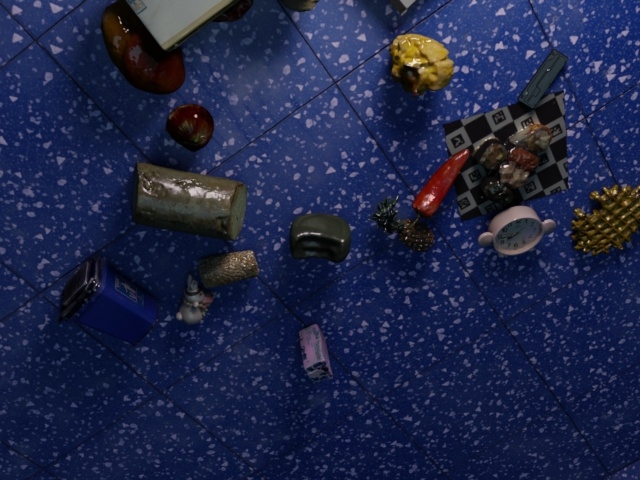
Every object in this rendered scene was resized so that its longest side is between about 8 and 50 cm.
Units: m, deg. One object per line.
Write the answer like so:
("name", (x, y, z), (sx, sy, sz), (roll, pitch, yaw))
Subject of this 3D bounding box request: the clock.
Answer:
("clock", (0.566, -0.028, 1.973), (0.229, 0.063, 0.155), (-12, 135, 1))

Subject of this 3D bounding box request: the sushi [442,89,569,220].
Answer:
("sushi", (0.529, -0.210, 1.863), (0.340, 0.068, 0.320), (-16, 122, 0))

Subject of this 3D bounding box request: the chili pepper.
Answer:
("chili pepper", (0.314, -0.136, 1.840), (0.272, 0.071, 0.063), (-55, 141, 3))

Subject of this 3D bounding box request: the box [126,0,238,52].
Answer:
("box", (-0.286, -0.561, 1.446), (0.270, 0.045, 0.210), (-38, 105, 2))

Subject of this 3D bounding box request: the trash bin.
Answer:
("trash bin", (-0.579, 0.179, 1.861), (0.184, 0.162, 0.234), (-42, 124, 16))

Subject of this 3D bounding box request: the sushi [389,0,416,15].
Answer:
("sushi", (0.202, -0.747, 1.486), (0.359, 0.064, 0.343), (-41, 123, 14))

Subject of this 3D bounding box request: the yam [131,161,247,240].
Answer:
("yam", (-0.333, -0.096, 1.732), (0.304, 0.168, 0.168), (10, 119, -13))

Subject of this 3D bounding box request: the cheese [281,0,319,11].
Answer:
("cheese", (-0.083, -0.594, 1.448), (0.091, 0.175, 0.202), (-19, 167, 21))

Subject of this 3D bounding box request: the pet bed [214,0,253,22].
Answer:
("pet bed", (-0.240, -0.584, 1.515), (0.201, 0.053, 0.201), (-3, 116, -6))

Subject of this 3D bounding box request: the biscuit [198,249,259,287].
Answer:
("biscuit", (-0.258, 0.079, 1.904), (0.169, 0.070, 0.082), (-10, 131, -6))

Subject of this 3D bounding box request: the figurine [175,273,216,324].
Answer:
("figurine", (-0.355, 0.160, 1.945), (0.098, 0.081, 0.146), (-14, 131, -55))

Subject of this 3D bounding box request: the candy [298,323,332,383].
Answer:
("candy", (-0.016, 0.344, 2.052), (0.073, 0.160, 0.092), (-21, 129, 7))

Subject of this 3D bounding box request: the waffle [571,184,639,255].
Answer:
("waffle", (0.862, -0.058, 2.027), (0.229, 0.051, 0.231), (-13, 123, -5))

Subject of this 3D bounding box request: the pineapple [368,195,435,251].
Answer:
("pineapple", (0.242, -0.038, 1.908), (0.221, 0.083, 0.103), (32, 127, -25))

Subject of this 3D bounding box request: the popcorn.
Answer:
("popcorn", (0.240, -0.425, 1.640), (0.167, 0.152, 0.148), (27, 154, 2))

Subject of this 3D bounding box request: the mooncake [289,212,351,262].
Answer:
("mooncake", (0.000, 0.000, 1.842), (0.168, 0.175, 0.104), (-26, 130, -46))

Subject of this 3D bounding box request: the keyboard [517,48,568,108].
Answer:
("keyboard", (0.581, -0.421, 1.772), (0.053, 0.010, 0.155), (31, 112, -7))

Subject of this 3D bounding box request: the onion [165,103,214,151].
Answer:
("onion", (-0.314, -0.281, 1.656), (0.118, 0.118, 0.117), (-51, 149, 20))

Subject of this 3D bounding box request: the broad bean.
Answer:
("broad bean", (-0.397, -0.433, 1.535), (0.156, 0.122, 0.228), (-34, 125, -9))
